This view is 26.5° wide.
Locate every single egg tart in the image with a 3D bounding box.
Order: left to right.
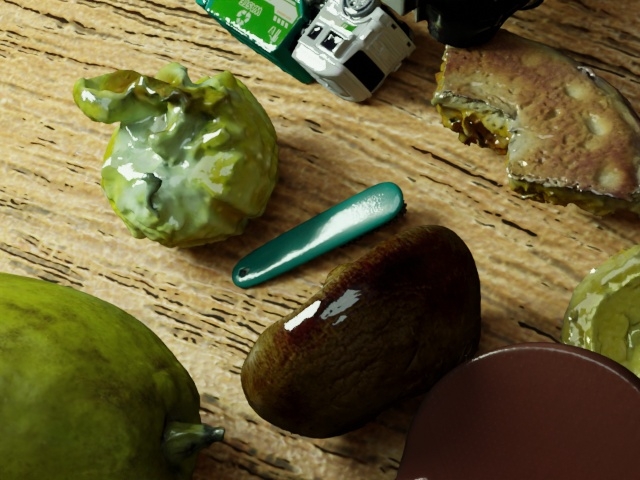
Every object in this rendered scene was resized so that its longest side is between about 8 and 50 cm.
[{"bbox_3d":[0.304,0.096,1.116,0.212,0.090,0.213,-10,56,15],"label":"egg tart"}]

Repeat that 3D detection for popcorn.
[{"bbox_3d":[-0.146,-0.091,1.337,0.198,0.212,0.198,-32,23,15],"label":"popcorn"}]

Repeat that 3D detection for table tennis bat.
[{"bbox_3d":[0.137,0.194,1.098,0.310,0.038,0.200,-20,89,26],"label":"table tennis bat"}]

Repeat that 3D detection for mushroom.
[{"bbox_3d":[0.044,0.089,1.155,0.231,0.194,0.138,-38,91,3],"label":"mushroom"}]

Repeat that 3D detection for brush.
[{"bbox_3d":[0.000,0.000,1.326,0.193,0.032,0.043,-28,58,17],"label":"brush"}]

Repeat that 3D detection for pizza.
[{"bbox_3d":[0.204,-0.107,1.278,0.161,0.086,0.305,-26,51,-18],"label":"pizza"}]

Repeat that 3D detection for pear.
[{"bbox_3d":[-0.258,0.163,1.169,0.375,0.287,0.287,0,60,16],"label":"pear"}]

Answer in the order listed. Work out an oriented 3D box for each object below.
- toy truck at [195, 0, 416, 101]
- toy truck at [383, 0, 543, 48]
[{"bbox_3d":[-0.023,-0.243,1.433,0.253,0.114,0.124,39,92,34],"label":"toy truck"},{"bbox_3d":[0.188,-0.372,1.332,0.405,0.181,0.254,-34,59,-23],"label":"toy truck"}]
